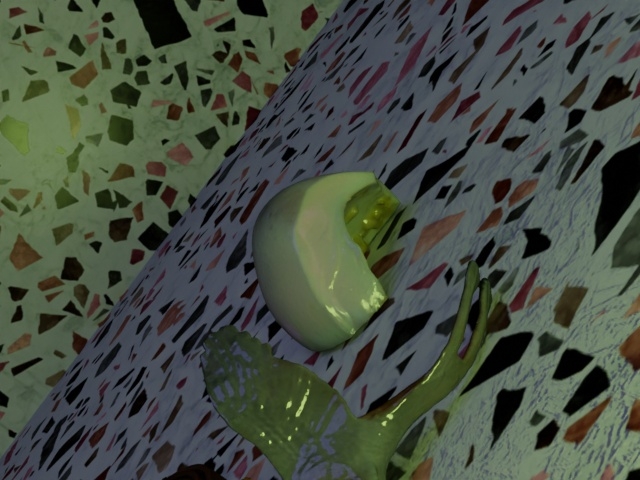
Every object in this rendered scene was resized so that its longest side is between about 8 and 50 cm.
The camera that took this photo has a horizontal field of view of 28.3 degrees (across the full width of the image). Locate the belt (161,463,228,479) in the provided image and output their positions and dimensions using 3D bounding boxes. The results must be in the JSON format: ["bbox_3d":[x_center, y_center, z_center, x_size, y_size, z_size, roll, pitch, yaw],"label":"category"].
[{"bbox_3d":[-0.175,0.366,1.468,0.261,0.105,0.184,-35,24,44],"label":"belt"}]

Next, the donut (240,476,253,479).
[{"bbox_3d":[-0.120,0.414,0.923,0.435,0.163,0.377,-48,-17,-38],"label":"donut"}]

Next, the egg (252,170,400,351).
[{"bbox_3d":[-0.013,0.013,1.687,0.206,0.162,0.271,-38,19,38],"label":"egg"}]

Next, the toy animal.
[{"bbox_3d":[0.060,0.190,1.245,0.284,0.225,0.302,-25,37,15],"label":"toy animal"}]
